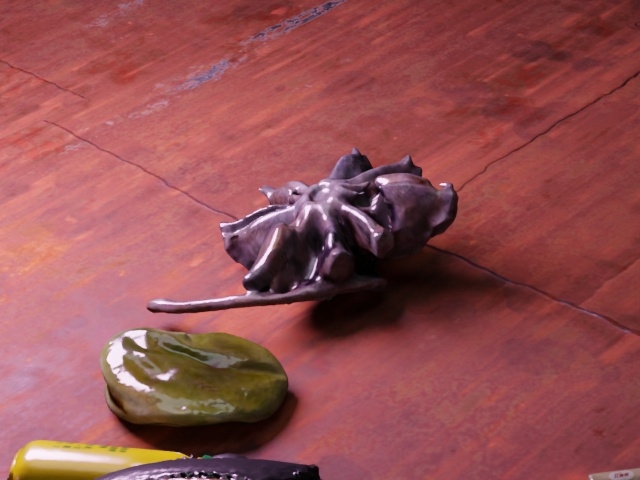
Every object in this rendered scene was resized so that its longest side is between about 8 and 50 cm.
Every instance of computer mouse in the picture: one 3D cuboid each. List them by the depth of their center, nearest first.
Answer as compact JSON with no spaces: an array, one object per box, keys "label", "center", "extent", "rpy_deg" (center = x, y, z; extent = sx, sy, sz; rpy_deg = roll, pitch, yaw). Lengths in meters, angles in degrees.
[{"label":"computer mouse","center":[-0.152,0.262,1.561],"extent":[0.323,0.183,0.116],"rpy_deg":[-19,78,1]}]

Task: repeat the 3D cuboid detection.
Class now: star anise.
[{"label":"star anise","center":[0.000,0.000,2.044],"extent":[0.360,0.139,0.316],"rpy_deg":[-9,22,21]}]

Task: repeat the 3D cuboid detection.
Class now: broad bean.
[{"label":"broad bean","center":[-0.143,0.153,1.854],"extent":[0.207,0.072,0.153],"rpy_deg":[6,40,13]}]

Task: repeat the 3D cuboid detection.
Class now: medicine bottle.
[{"label":"medicine bottle","center":[-0.154,0.247,1.695],"extent":[0.309,0.076,0.111],"rpy_deg":[4,-10,2]}]

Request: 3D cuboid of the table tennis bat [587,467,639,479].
[{"label":"table tennis bat","center":[0.393,0.236,1.723],"extent":[0.247,0.022,0.138],"rpy_deg":[-6,32,-7]}]
